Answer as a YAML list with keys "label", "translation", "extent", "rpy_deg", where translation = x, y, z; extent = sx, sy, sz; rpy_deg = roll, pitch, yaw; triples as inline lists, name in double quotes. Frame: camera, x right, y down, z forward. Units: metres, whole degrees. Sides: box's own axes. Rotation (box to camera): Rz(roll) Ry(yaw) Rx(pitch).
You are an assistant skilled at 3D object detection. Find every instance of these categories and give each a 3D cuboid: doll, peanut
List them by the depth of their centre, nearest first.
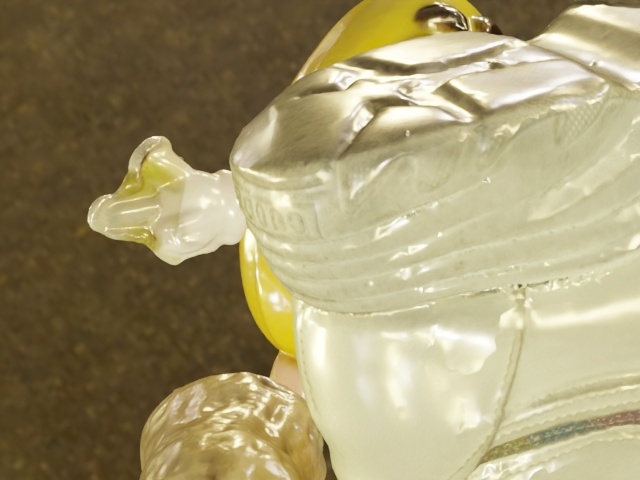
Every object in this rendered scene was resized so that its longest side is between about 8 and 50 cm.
- label: "peanut"
  translation: [-0.044, 0.113, 0.889]
  extent: [0.099, 0.099, 0.214]
  rpy_deg: [-30, 6, 7]
- label: "doll"
  translation: [0.013, 0.031, 1.370]
  extent: [0.348, 0.423, 0.161]
  rpy_deg: [-28, 26, -30]

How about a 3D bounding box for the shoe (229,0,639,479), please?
- label: "shoe"
  translation: [0.136, 0.011, 0.748]
  extent: [0.342, 0.210, 0.132]
  rpy_deg: [-16, 25, -21]
